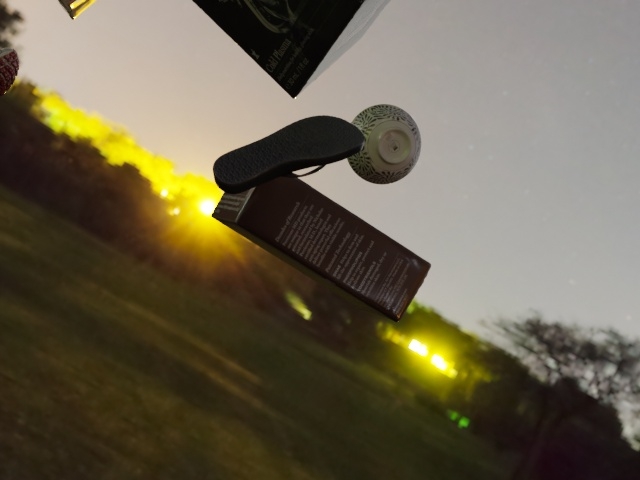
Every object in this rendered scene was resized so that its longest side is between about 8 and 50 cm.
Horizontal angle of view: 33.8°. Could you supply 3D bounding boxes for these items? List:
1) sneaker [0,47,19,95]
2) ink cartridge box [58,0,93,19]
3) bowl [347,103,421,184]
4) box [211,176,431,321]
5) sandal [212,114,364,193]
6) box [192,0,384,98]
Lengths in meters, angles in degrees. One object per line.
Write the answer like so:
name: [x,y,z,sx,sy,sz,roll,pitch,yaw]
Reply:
sneaker: [-0.652,-0.292,1.918,0.093,0.225,0.088,45,-23,23]
ink cartridge box: [-0.400,-0.547,2.067,0.060,0.275,0.239,52,-5,-10]
bowl: [0.142,-0.198,2.181,0.170,0.170,0.080,32,-3,-17]
box: [0.000,0.000,2.006,0.381,0.143,0.191,34,-7,-18]
sandal: [-0.053,-0.138,1.722,0.054,0.254,0.097,85,-15,-53]
box: [-0.071,-0.665,2.431,0.472,0.297,0.480,45,-27,0]
